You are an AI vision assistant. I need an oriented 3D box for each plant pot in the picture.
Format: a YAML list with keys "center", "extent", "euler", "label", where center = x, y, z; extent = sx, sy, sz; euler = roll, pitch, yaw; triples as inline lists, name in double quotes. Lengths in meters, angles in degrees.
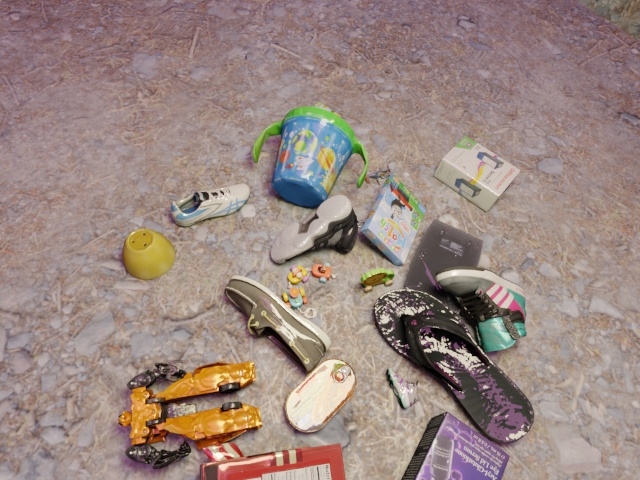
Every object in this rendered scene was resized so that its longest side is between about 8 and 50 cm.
- center: [-0.459, 0.022, 1.067]
  extent: [0.134, 0.095, 0.134]
  euler: [2, 59, -4]
  label: "plant pot"

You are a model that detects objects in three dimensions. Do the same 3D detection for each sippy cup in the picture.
- center: [-0.033, -0.229, 1.201]
  extent: [0.305, 0.240, 0.224]
  euler: [-1, 63, 39]
  label: "sippy cup"

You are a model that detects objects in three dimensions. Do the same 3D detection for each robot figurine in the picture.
- center: [-0.280, 0.365, 0.888]
  extent: [0.290, 0.085, 0.211]
  euler: [-7, 60, -11]
  label: "robot figurine"

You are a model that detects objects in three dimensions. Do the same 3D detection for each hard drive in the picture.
- center: [0.345, 0.073, 1.144]
  extent: [0.171, 0.054, 0.255]
  euler: [26, 61, 10]
  label: "hard drive"

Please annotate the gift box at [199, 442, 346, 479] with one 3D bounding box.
- center: [-0.110, 0.493, 0.725]
  extent: [0.276, 0.258, 0.255]
  euler: [6, 59, -19]
  label: "gift box"

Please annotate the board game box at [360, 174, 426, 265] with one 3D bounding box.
- center: [0.215, -0.060, 1.173]
  extent: [0.160, 0.039, 0.212]
  euler: [42, 59, -22]
  label: "board game box"

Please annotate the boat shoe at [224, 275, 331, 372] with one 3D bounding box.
- center: [-0.120, 0.198, 0.991]
  extent: [0.304, 0.109, 0.091]
  euler: [34, 57, 10]
  label: "boat shoe"

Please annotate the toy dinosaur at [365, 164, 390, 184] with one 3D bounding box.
- center: [0.185, -0.209, 1.318]
  extent: [0.082, 0.047, 0.090]
  euler: [-2, 26, 3]
  label: "toy dinosaur"

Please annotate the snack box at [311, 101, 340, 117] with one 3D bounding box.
- center: [-0.013, -0.408, 1.404]
  extent: [0.100, 0.037, 0.141]
  euler: [37, 62, 17]
  label: "snack box"

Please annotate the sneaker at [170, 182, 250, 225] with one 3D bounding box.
- center: [-0.310, -0.113, 1.170]
  extent: [0.237, 0.086, 0.085]
  euler: [-25, 63, -20]
  label: "sneaker"

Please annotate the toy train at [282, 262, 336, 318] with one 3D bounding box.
- center: [-0.032, 0.116, 1.084]
  extent: [0.125, 0.046, 0.166]
  euler: [18, 59, 5]
  label: "toy train"

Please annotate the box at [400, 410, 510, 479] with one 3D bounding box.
- center: [0.271, 0.498, 0.853]
  extent: [0.153, 0.108, 0.207]
  euler: [32, 61, 12]
  label: "box"

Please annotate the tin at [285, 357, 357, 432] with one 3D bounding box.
- center: [0.001, 0.359, 0.950]
  extent: [0.189, 0.040, 0.106]
  euler: [-37, 73, -24]
  label: "tin"

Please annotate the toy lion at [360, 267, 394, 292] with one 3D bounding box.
- center: [0.152, 0.099, 1.085]
  extent: [0.100, 0.096, 0.034]
  euler: [-14, 62, -14]
  label: "toy lion"

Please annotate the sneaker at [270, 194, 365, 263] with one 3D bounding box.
- center: [0.000, 0.000, 1.126]
  extent: [0.268, 0.153, 0.101]
  euler: [-36, 45, 14]
  label: "sneaker"

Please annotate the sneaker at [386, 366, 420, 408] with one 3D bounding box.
- center: [0.205, 0.345, 0.981]
  extent: [0.069, 0.038, 0.098]
  euler: [-18, 72, -18]
  label: "sneaker"

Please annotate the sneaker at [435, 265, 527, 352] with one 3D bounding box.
- center: [0.408, 0.182, 1.016]
  extent: [0.295, 0.123, 0.179]
  euler: [19, 59, -25]
  label: "sneaker"

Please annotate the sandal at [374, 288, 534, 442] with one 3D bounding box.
- center: [0.316, 0.272, 0.970]
  extent: [0.445, 0.107, 0.167]
  euler: [43, 83, 18]
  label: "sandal"

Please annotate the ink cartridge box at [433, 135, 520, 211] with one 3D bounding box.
- center: [0.501, -0.217, 1.312]
  extent: [0.212, 0.093, 0.154]
  euler: [40, 63, 15]
  label: "ink cartridge box"
